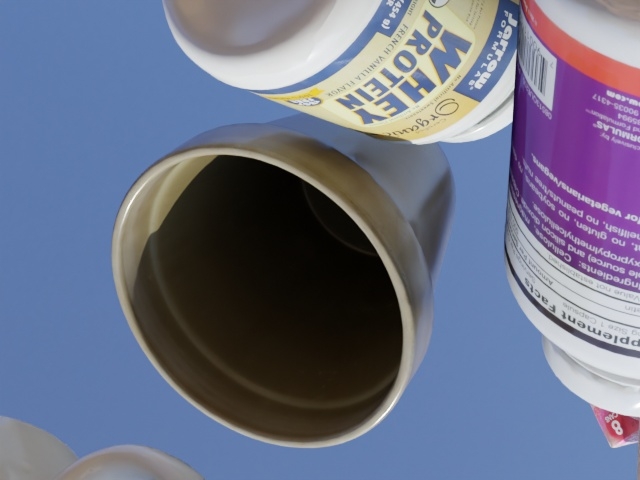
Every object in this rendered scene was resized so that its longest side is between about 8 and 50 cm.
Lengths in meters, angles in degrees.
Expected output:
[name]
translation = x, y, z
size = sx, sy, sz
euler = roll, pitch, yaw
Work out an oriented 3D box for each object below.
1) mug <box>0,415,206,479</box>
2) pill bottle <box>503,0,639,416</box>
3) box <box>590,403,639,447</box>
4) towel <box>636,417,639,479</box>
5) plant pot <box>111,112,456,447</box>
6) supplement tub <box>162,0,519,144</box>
[mug]
translation = -0.206, 0.293, 0.950
size = 0.276, 0.374, 0.328
euler = 43, -171, -42
[pill bottle]
translation = 0.197, -0.047, 0.794
size = 0.182, 0.323, 0.181
euler = -2, -134, 2
[box]
translation = 0.408, 0.093, 1.427
size = 0.300, 0.154, 0.142
euler = -7, -114, -35
[towel]
translation = 0.419, 0.241, 1.127
size = 0.332, 0.053, 0.317
euler = 7, -134, 4
[plant pot]
translation = 0.000, 0.000, 1.426
size = 0.323, 0.323, 0.280
euler = 45, -141, 1
[supplement tub]
translation = 0.045, -0.208, 1.203
size = 0.316, 0.228, 0.228
euler = 14, -130, -52
